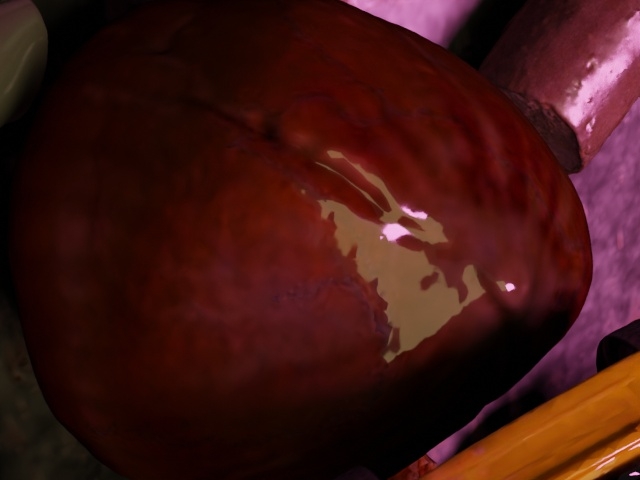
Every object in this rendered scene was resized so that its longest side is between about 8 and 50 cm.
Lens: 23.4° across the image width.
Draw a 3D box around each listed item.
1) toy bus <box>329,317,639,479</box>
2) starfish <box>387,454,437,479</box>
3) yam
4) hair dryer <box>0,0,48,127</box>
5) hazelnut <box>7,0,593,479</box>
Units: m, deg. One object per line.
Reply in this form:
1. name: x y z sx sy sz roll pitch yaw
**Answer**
1. toy bus: 0.090 0.165 0.633 0.145 0.151 0.331 -26 158 -14
2. starfish: 0.101 0.199 0.877 0.312 0.113 0.303 38 87 -41
3. yam: 0.138 -0.101 0.767 0.127 0.084 0.084 -51 134 -10
4. hair dryer: -0.166 -0.091 0.481 0.206 0.075 0.237 -24 153 -35
5. hazelnut: 0.000 0.000 0.616 0.229 0.229 0.229 -19 123 -31
